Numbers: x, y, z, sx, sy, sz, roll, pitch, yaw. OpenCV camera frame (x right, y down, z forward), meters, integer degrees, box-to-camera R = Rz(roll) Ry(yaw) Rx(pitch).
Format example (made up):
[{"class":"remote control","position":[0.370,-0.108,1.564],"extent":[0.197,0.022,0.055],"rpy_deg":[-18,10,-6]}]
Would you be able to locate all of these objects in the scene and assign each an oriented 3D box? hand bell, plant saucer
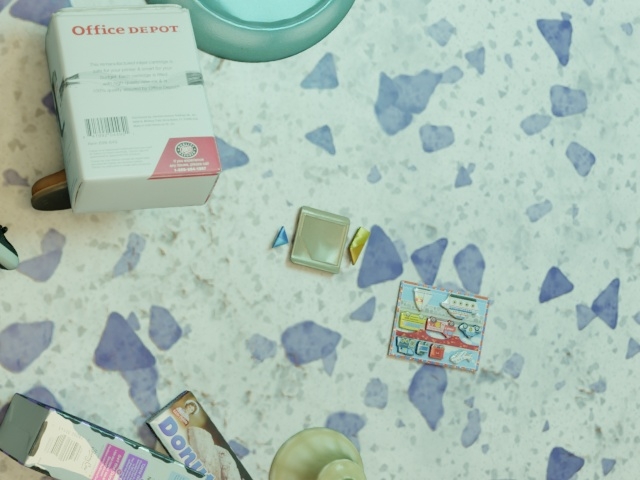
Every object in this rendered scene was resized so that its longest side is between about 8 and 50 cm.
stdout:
[{"class":"hand bell","position":[0.041,0.294,1.947],"extent":[0.126,0.242,0.126],"rpy_deg":[-1,92,-23]},{"class":"plant saucer","position":[-0.078,-0.371,1.995],"extent":[0.318,0.044,0.317],"rpy_deg":[0,90,-22]}]

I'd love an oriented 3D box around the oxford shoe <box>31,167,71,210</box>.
[{"class":"oxford shoe","position":[-0.244,-0.096,1.923],"extent":[0.212,0.076,0.076],"rpy_deg":[-27,77,-24]}]

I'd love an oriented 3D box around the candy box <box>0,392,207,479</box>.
[{"class":"candy box","position":[-0.247,0.244,1.866],"extent":[0.196,0.165,0.070],"rpy_deg":[27,81,-21]}]

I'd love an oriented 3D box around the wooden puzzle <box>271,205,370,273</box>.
[{"class":"wooden puzzle","position":[0.000,0.000,2.050],"extent":[0.116,0.014,0.078],"rpy_deg":[22,78,-22]}]

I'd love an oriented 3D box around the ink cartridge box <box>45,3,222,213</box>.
[{"class":"ink cartridge box","position":[-0.211,-0.147,1.865],"extent":[0.159,0.092,0.218],"rpy_deg":[-4,66,-19]}]

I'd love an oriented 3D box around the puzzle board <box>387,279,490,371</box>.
[{"class":"puzzle board","position":[0.151,0.108,2.115],"extent":[0.128,0.011,0.096],"rpy_deg":[12,86,-23]}]

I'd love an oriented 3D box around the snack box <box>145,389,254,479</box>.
[{"class":"snack box","position":[-0.132,0.266,1.992],"extent":[0.064,0.022,0.178],"rpy_deg":[-38,105,-17]}]

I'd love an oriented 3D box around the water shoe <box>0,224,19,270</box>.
[{"class":"water shoe","position":[-0.388,-0.056,1.852],"extent":[0.080,0.073,0.203],"rpy_deg":[-46,107,-18]}]
